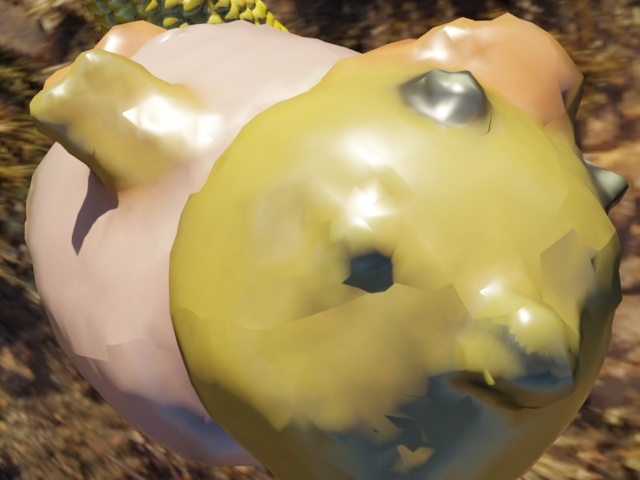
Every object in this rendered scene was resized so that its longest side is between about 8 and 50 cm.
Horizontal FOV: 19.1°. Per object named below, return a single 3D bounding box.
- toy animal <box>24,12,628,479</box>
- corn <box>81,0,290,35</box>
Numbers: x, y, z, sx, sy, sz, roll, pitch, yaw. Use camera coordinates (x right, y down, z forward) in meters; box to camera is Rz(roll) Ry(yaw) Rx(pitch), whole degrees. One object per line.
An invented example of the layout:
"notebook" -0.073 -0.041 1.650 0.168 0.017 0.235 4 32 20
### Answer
"toy animal" -0.001 0.004 0.649 0.195 0.281 0.169 26 80 -30
"corn" -0.048 -0.091 1.202 0.101 0.101 0.310 -49 125 -9
